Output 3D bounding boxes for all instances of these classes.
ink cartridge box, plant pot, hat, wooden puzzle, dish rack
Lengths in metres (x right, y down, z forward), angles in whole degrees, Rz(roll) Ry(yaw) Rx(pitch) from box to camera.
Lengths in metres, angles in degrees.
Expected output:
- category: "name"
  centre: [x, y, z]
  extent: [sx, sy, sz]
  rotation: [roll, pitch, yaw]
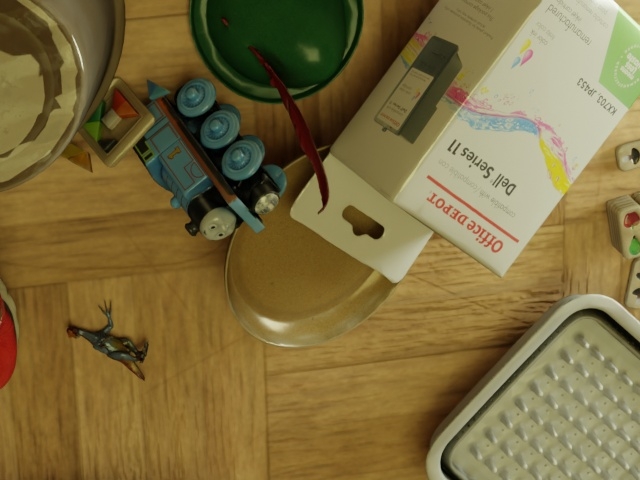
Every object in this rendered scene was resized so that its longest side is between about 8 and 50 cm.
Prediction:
- category: "ink cartridge box"
  centre: [0.155, -0.105, 1.887]
  extent: [0.207, 0.119, 0.353]
  rotation: [32, 97, -45]
- category: "plant pot"
  centre: [0.000, 0.000, 1.948]
  extent: [0.236, 0.032, 0.236]
  rotation: [-18, 127, -26]
- category: "hat"
  centre: [-0.015, -0.181, 1.822]
  extent: [0.173, 0.183, 0.208]
  rotation: [-38, 115, 2]
- category: "wooden puzzle"
  centre: [-0.202, -0.115, 1.866]
  extent: [0.116, 0.078, 0.014]
  rotation: [-52, 146, 2]
- category: "dish rack"
  centre: [0.296, 0.226, 2.129]
  extent: [0.333, 0.072, 0.285]
  rotation: [40, 98, -25]
- category: "plant pot"
  centre: [-0.319, -0.173, 1.695]
  extent: [0.323, 0.280, 0.323]
  rotation: [-5, 111, -12]

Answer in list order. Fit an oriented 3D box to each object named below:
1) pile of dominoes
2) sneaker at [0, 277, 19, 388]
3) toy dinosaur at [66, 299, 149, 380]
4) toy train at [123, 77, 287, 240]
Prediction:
- category: "pile of dominoes"
  centre: [0.435, -0.035, 2.080]
  extent: [0.251, 0.040, 0.196]
  rotation: [-15, 114, -8]
- category: "sneaker"
  centre: [-0.348, 0.075, 1.838]
  extent: [0.107, 0.118, 0.279]
  rotation: [-12, 142, -5]
- category: "toy dinosaur"
  centre: [-0.219, 0.111, 1.966]
  extent: [0.082, 0.047, 0.090]
  rotation: [8, 121, 2]
- category: "toy train"
  centre: [-0.109, -0.075, 1.848]
  extent: [0.105, 0.184, 0.080]
  rotation: [-40, 143, 5]
